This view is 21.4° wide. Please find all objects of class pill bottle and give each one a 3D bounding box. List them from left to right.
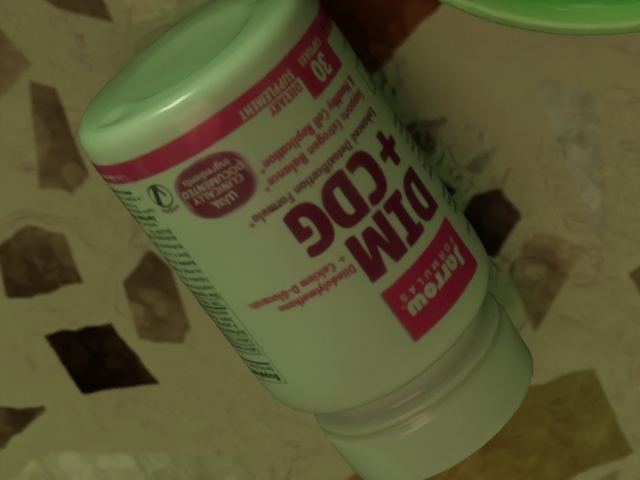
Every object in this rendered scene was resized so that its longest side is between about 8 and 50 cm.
[{"bbox_3d":[0.000,0.000,1.007,0.160,0.160,0.283,-26,114,24],"label":"pill bottle"}]

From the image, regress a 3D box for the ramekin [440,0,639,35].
[{"bbox_3d":[0.133,-0.267,0.823,0.303,0.148,0.303,5,122,8],"label":"ramekin"}]
